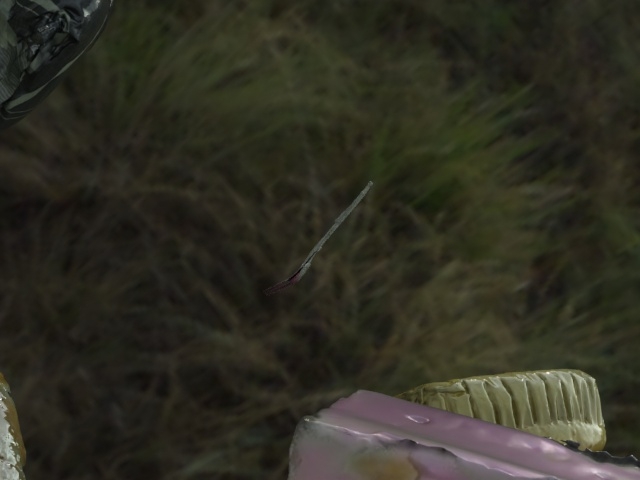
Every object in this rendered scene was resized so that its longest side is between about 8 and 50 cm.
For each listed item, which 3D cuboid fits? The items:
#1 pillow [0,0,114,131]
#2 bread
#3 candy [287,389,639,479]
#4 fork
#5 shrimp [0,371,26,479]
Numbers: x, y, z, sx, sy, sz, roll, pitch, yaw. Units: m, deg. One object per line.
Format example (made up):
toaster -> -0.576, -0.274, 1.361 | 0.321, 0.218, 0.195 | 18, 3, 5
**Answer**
pillow -> -0.193, -0.200, 1.254 | 0.092, 0.161, 0.335 | 44, 28, -25
bread -> 0.165, 0.187, 1.706 | 0.236, 0.140, 0.106 | -1, 77, -34
candy -> 0.113, 0.194, 1.257 | 0.265, 0.116, 0.155 | 14, 10, 14
fork -> 0.001, 0.001, 1.307 | 0.012, 0.016, 0.115 | 43, 89, 12
shrimp -> -0.363, 0.156, 1.191 | 0.272, 0.085, 0.445 | 48, 30, 10
